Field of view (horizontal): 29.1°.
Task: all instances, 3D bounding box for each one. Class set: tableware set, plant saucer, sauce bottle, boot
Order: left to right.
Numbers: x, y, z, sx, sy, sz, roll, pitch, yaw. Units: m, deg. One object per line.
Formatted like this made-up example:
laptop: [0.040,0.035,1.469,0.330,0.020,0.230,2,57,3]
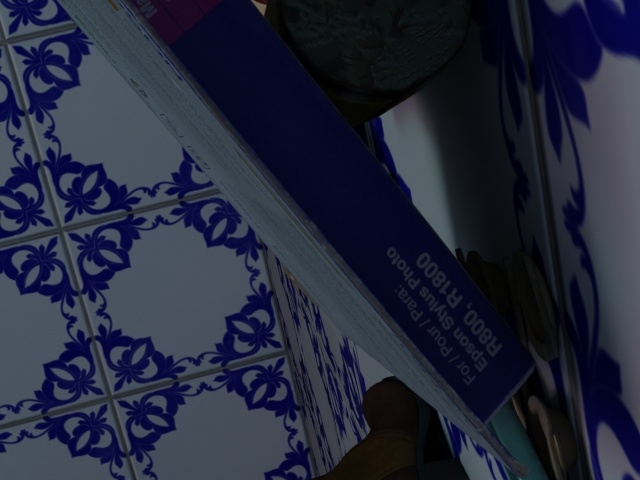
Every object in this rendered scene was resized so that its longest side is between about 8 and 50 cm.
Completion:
boot: [-0.018,0.237,1.147,0.264,0.281,0.096,-114,11,-58]
sauce bottle: [0.012,-0.129,0.810,0.344,0.111,0.111,177,78,-82]
tableware set: [0.118,0.071,0.737,0.169,0.020,0.141,-150,46,-81]
plant saucer: [0.120,0.139,0.722,0.192,0.018,0.067,-109,0,-47]

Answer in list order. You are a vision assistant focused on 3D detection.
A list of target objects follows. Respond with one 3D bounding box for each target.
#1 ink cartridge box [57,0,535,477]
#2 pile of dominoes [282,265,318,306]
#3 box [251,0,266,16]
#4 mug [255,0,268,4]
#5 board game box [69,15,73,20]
ink cartridge box: [-0.018,-0.045,0.698,0.324,0.071,0.330,50,173,-15]
pile of dominoes: [0.000,0.000,1.163,0.196,0.040,0.251,30,143,40]
box: [-0.134,-0.305,1.393,0.201,0.021,0.164,50,127,9]
mug: [-0.050,-0.282,1.000,0.150,0.113,0.169,47,171,14]
board game box: [-0.217,-0.438,1.508,0.141,0.232,0.291,-27,-72,-51]
